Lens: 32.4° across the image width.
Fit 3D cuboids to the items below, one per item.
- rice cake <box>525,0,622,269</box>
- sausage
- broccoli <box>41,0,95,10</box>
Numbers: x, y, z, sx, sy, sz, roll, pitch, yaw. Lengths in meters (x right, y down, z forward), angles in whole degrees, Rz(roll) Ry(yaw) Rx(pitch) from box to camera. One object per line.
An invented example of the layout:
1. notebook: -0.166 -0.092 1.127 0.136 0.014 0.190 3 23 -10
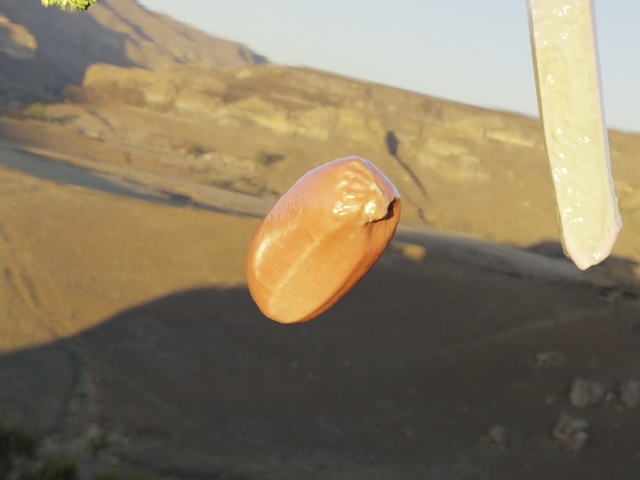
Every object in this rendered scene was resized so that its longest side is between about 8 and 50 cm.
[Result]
1. rice cake: 0.224 -0.166 1.002 0.064 0.399 0.070 -8 14 13
2. sausage: 0.000 0.000 1.326 0.148 0.254 0.148 29 34 -22
3. broccoli: -0.253 -0.323 0.861 0.361 0.221 0.252 -1 -14 -28
